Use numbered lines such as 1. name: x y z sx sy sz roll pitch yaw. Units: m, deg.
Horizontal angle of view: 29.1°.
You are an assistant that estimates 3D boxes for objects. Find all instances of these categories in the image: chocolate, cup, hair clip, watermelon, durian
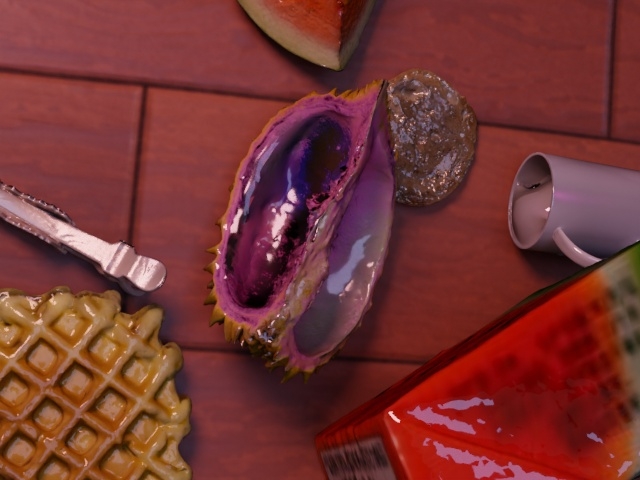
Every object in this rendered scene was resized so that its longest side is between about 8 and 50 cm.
1. chocolate: 0.180 0.153 1.094 0.341 0.360 0.161 -31 84 -16
2. cup: 0.268 -0.015 1.245 0.133 0.099 0.136 8 66 -18
3. hair clip: -0.245 -0.011 1.122 0.226 0.072 0.034 28 74 -6
4. watermelon: -0.006 -0.256 1.182 0.193 0.137 0.145 -13 127 -17
5. durian: -0.004 0.002 1.156 0.186 0.154 0.260 44 73 -33

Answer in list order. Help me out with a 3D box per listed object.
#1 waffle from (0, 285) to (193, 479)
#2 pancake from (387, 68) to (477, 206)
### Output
1. waffle: -0.245 0.163 1.110 0.261 0.056 0.250 -9 91 -12
2. pancake: 0.096 -0.103 1.240 0.140 0.022 0.139 0 89 -17
